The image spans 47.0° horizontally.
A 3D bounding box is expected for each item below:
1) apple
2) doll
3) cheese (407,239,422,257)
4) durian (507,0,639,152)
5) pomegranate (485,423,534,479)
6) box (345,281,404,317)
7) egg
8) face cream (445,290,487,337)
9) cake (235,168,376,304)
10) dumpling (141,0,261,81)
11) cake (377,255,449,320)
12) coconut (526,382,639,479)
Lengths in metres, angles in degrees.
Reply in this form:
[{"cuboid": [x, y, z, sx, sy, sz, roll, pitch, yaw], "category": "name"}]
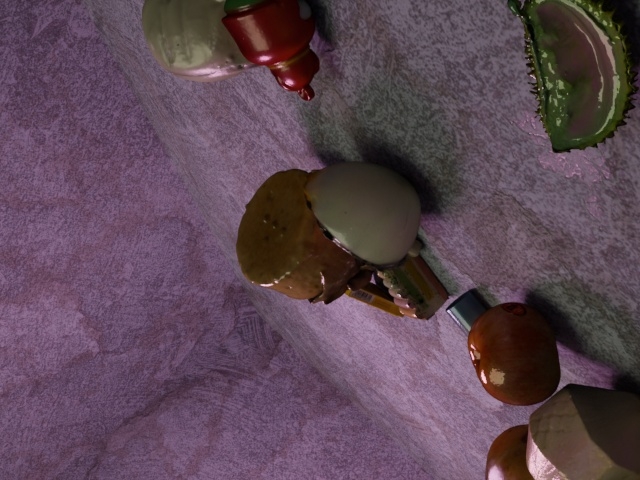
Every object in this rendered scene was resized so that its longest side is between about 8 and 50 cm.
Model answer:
[{"cuboid": [0.384, 0.224, 1.473, 0.209, 0.164, 0.209, -11, -90, -85], "category": "apple"}, {"cuboid": [-0.102, -0.432, 1.441, 0.183, 0.160, 0.363, 20, 145, 59], "category": "doll"}, {"cuboid": [0.150, -0.015, 1.737, 0.194, 0.043, 0.065, 27, 176, -11], "category": "cheese"}, {"cuboid": [0.314, -0.222, 0.898, 0.137, 0.095, 0.220, -10, 122, 31], "category": "durian"}, {"cuboid": [0.525, 0.567, 1.723, 0.307, 0.307, 0.307, 46, 163, 19], "category": "pomegranate"}, {"cuboid": [0.118, 0.140, 2.071, 0.269, 0.043, 0.152, 27, -172, -46], "category": "box"}, {"cuboid": [0.109, -0.089, 1.587, 0.264, 0.174, 0.286, 13, -147, -40], "category": "egg"}, {"cuboid": [0.393, 0.232, 1.676, 0.250, 0.077, 0.077, 50, 164, 3], "category": "face cream"}, {"cuboid": [-0.005, 0.007, 1.893, 0.321, 0.332, 0.332, 24, -176, -38], "category": "cake"}, {"cuboid": [-0.266, -0.505, 1.637, 0.395, 0.233, 0.315, 22, 146, 33], "category": "dumpling"}, {"cuboid": [0.207, 0.089, 1.816, 0.225, 0.109, 0.090, 53, 164, -7], "category": "cake"}, {"cuboid": [0.526, 0.384, 1.391, 0.259, 0.259, 0.259, 46, 163, 19], "category": "coconut"}]
